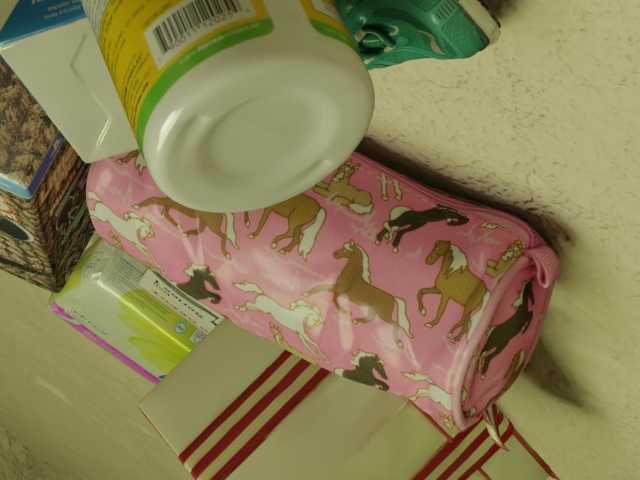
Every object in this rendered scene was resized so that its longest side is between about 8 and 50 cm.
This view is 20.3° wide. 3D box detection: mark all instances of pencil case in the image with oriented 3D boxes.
[{"bbox_3d":[0.000,0.000,1.408,0.386,0.160,0.167,28,145,24],"label":"pencil case"}]

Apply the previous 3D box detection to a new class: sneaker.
[{"bbox_3d":[0.014,-0.128,1.144,0.107,0.110,0.275,44,160,-24],"label":"sneaker"}]

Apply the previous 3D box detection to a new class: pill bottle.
[{"bbox_3d":[-0.072,-0.149,1.061,0.136,0.136,0.246,65,180,-57],"label":"pill bottle"}]

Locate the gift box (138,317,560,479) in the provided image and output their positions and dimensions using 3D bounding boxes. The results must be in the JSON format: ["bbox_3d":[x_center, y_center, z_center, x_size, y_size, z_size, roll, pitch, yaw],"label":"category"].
[{"bbox_3d":[0.047,0.175,1.568,0.276,0.258,0.255,42,177,39],"label":"gift box"}]

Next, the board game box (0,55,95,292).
[{"bbox_3d":[-0.300,-0.100,1.488,0.232,0.141,0.291,24,162,5],"label":"board game box"}]

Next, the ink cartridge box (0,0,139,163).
[{"bbox_3d":[-0.157,-0.186,1.237,0.078,0.231,0.134,-16,141,15],"label":"ink cartridge box"}]

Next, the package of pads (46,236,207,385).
[{"bbox_3d":[-0.186,0.084,2.067,0.229,0.101,0.296,38,162,-11],"label":"package of pads"}]

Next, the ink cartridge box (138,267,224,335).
[{"bbox_3d":[-0.080,0.035,1.757,0.160,0.092,0.219,37,162,-3],"label":"ink cartridge box"}]

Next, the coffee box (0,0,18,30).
[{"bbox_3d":[-0.360,-0.253,0.993,0.337,0.334,0.338,-10,135,39],"label":"coffee box"}]
